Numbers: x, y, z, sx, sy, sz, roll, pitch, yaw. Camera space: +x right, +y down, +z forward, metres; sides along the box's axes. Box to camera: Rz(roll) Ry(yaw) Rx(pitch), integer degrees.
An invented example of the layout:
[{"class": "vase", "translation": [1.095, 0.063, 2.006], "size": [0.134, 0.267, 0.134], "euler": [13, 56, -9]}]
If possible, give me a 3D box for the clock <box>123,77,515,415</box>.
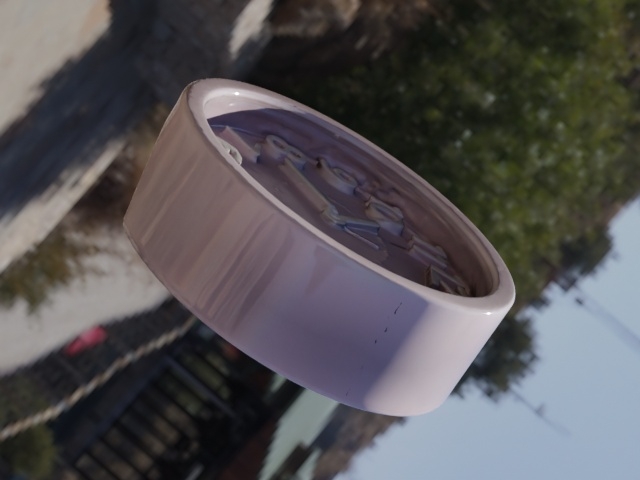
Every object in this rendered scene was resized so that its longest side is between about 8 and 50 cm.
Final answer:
[{"class": "clock", "translation": [0.000, 0.000, 0.761], "size": [0.068, 0.197, 0.197], "euler": [-56, 177, 18]}]
